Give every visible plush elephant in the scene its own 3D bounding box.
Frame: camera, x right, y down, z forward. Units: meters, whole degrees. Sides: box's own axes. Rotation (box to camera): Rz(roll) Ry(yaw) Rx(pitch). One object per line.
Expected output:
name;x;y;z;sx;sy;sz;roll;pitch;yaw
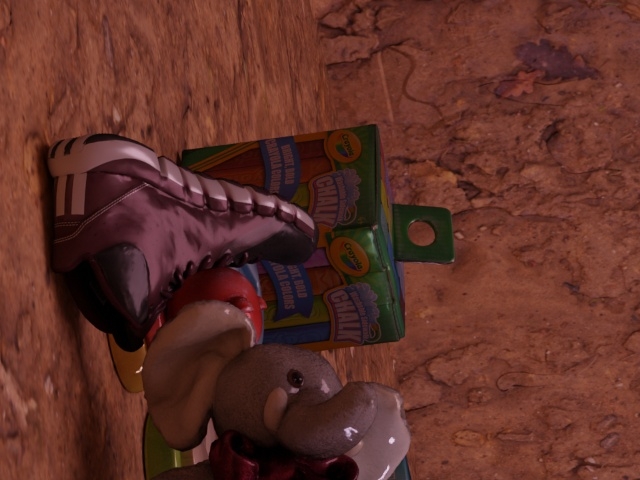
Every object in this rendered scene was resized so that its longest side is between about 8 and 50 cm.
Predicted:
plush elephant;-0.030;0.196;1.390;0.330;0.272;0.255;9;-98;63

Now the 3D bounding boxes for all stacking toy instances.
stacking toy;-0.094;0.129;1.680;0.309;0.130;0.279;-61;141;-77

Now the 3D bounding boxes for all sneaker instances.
sneaker;-0.123;0.024;1.476;0.281;0.106;0.162;19;69;-39

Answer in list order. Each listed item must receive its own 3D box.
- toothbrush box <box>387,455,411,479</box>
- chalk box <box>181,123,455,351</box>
toothbrush box;-0.006;0.323;1.714;0.295;0.216;0.126;-89;168;-70
chalk box;0.000;0.000;1.909;0.180;0.289;0.179;-90;169;-48
